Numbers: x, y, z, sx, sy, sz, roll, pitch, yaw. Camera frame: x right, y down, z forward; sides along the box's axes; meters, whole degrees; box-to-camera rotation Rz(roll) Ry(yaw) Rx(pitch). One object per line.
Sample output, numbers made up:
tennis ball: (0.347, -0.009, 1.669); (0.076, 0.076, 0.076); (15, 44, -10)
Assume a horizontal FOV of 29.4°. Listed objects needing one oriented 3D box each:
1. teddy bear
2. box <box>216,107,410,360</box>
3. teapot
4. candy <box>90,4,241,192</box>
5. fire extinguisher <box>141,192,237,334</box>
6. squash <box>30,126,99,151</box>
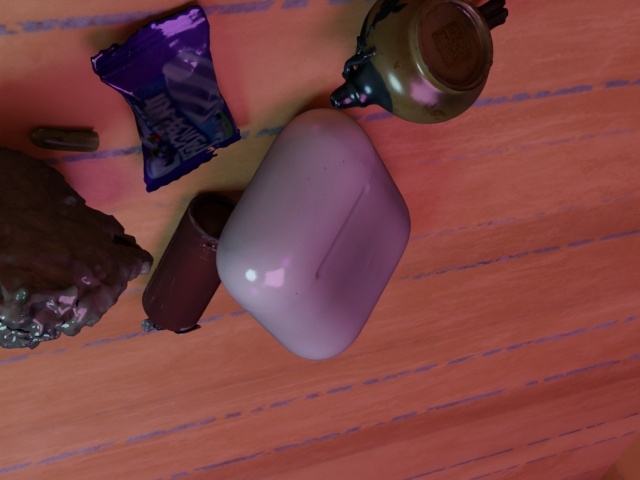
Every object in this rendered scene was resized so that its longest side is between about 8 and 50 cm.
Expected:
teddy bear: (-0.360, 0.030, 1.334); (0.357, 0.367, 0.224); (-9, 121, -30)
box: (-0.001, 0.000, 1.681); (0.288, 0.141, 0.349); (-60, 152, -13)
teapot: (0.120, -0.232, 1.516); (0.269, 0.173, 0.182); (-37, -165, -32)
candy: (-0.177, -0.164, 1.462); (0.145, 0.070, 0.275); (-30, 148, -11)
fire extinguisher: (-0.186, 0.053, 1.749); (0.105, 0.105, 0.269); (-3, 141, -34)
squash: (-0.308, -0.121, 1.463); (0.083, 0.027, 0.027); (0, 140, -38)
